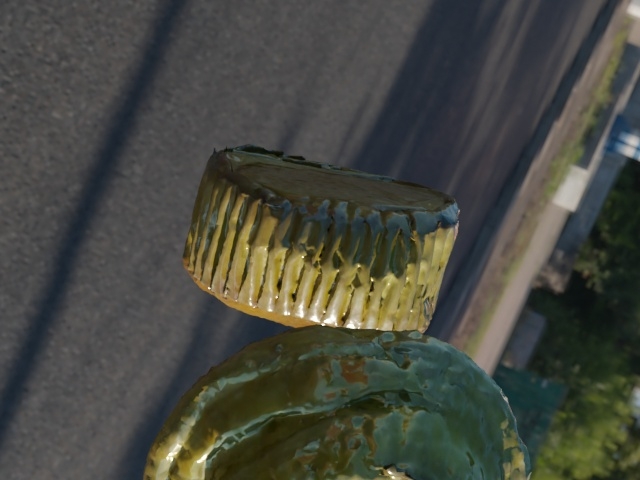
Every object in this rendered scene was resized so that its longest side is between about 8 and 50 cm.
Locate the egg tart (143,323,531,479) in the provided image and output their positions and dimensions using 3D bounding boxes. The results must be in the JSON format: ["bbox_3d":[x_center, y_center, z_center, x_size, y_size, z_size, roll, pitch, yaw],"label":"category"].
[{"bbox_3d":[0.016,0.196,0.859,0.115,0.290,0.290,-102,-154,-59],"label":"egg tart"}]

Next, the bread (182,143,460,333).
[{"bbox_3d":[0.000,0.000,1.149,0.227,0.253,0.142,-91,-168,-69],"label":"bread"}]
